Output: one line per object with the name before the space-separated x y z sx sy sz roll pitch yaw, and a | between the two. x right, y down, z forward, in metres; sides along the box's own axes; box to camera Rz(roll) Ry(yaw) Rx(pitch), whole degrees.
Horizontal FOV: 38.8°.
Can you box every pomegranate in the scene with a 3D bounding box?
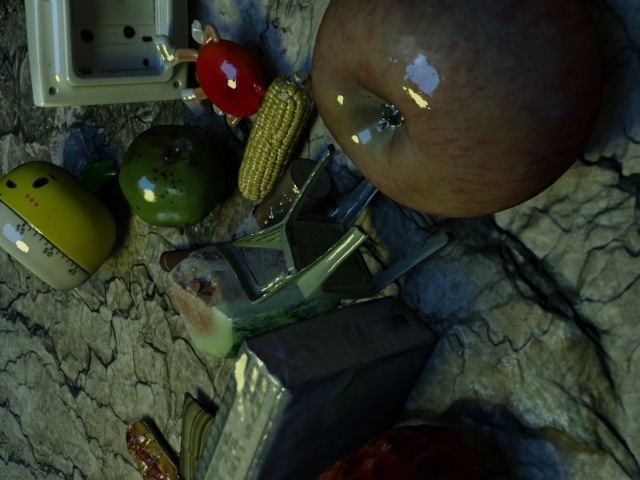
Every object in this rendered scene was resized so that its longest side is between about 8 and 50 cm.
pomegranate | -0.255 -0.095 1.560 0.181 0.182 0.224 63 156 15

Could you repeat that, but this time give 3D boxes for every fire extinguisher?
fire extinguisher | -0.235 0.036 1.658 0.158 0.043 0.064 -5 127 49

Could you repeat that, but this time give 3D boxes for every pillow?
pillow | -0.204 0.421 1.722 0.212 0.052 0.208 33 128 40

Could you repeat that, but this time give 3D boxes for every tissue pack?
tissue pack | -0.027 0.275 1.312 0.124 0.288 0.394 46 130 31

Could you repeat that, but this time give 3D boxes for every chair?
chair | 0.000 0.000 1.267 0.275 0.203 0.190 -43 59 32

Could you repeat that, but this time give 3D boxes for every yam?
yam | -0.042 -0.059 1.391 0.127 0.084 0.084 -46 67 45

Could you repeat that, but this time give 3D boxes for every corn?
corn | -0.070 -0.159 1.396 0.080 0.080 0.238 49 131 27

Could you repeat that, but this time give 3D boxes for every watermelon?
watermelon | -0.109 0.089 1.483 0.231 0.193 0.310 56 152 -6

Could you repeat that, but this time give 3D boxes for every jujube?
jujube | 0.067 0.378 1.211 0.342 0.216 0.216 -26 78 5

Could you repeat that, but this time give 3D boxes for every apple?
apple | 0.136 -0.178 1.021 0.345 0.269 0.344 17 114 43

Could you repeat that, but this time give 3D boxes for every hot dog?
hot dog | -0.348 0.459 1.891 0.191 0.059 0.108 48 127 30

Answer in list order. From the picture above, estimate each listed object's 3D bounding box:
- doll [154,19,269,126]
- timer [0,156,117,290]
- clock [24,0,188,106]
doll | -0.158 -0.265 1.444 0.217 0.085 0.183 10 135 44
timer | -0.509 -0.065 1.817 0.285 0.285 0.285 16 112 44
clock | -0.342 -0.337 1.496 0.116 0.262 0.231 29 122 58
